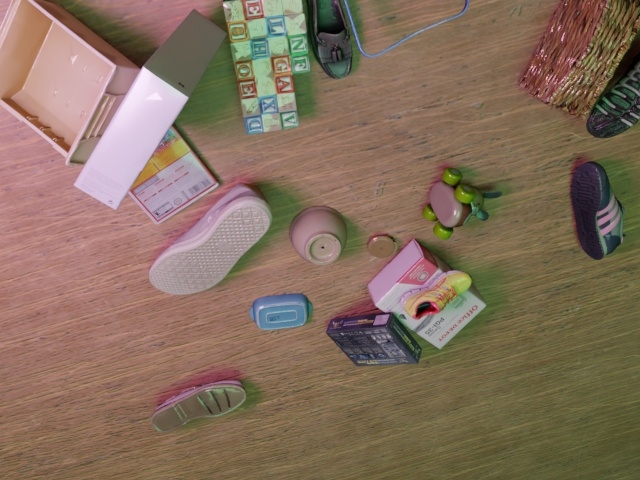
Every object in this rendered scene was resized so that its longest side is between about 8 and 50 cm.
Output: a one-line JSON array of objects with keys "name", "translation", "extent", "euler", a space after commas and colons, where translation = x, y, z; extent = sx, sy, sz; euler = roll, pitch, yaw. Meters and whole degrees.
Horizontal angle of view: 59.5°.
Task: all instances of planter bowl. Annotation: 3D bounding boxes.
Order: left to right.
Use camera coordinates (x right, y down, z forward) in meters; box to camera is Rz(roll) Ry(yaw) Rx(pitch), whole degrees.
[{"name": "planter bowl", "translation": [0.000, 0.000, 1.528], "extent": [0.162, 0.109, 0.162], "euler": [-3, 118, -6]}]

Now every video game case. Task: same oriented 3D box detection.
[{"name": "video game case", "translation": [-0.420, -0.197, 1.404], "extent": [0.204, 0.025, 0.285], "euler": [-31, 119, 9]}]

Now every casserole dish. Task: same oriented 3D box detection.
[{"name": "casserole dish", "translation": [-0.117, 0.218, 1.670], "extent": [0.188, 0.037, 0.114], "euler": [-5, 118, -5]}]

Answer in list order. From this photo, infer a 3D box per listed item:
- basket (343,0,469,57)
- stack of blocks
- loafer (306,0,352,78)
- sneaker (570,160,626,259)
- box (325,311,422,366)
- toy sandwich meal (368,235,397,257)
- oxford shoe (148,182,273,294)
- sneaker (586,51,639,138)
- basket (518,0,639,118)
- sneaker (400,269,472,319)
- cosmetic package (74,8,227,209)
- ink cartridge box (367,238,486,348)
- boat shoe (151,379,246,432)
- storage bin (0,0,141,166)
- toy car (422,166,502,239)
[{"name": "basket", "translation": [0.150, -0.569, 1.187], "extent": [0.255, 0.201, 0.289], "euler": [-26, 109, 5]}, {"name": "stack of blocks", "translation": [-0.114, -0.411, 1.298], "extent": [0.171, 0.087, 0.297], "euler": [-9, 119, -4]}, {"name": "loafer", "translation": [0.017, -0.492, 1.275], "extent": [0.096, 0.084, 0.267], "euler": [-16, 119, 0]}, {"name": "sneaker", "translation": [0.811, -0.103, 1.613], "extent": [0.131, 0.112, 0.319], "euler": [-28, 123, -12]}, {"name": "box", "translation": [0.159, 0.301, 1.678], "extent": [0.233, 0.059, 0.183], "euler": [-14, 127, 41]}, {"name": "toy sandwich meal", "translation": [0.178, 0.014, 1.610], "extent": [0.086, 0.029, 0.085], "euler": [1, 125, 1]}, {"name": "oxford shoe", "translation": [-0.288, 0.005, 1.485], "extent": [0.169, 0.130, 0.449], "euler": [35, 123, -30]}, {"name": "sneaker", "translation": [0.791, -0.384, 1.419], "extent": [0.106, 0.162, 0.281], "euler": [40, 116, 4]}, {"name": "basket", "translation": [0.667, -0.442, 1.329], "extent": [0.223, 0.213, 0.299], "euler": [16, 115, -16]}, {"name": "sneaker", "translation": [0.327, 0.159, 1.537], "extent": [0.208, 0.094, 0.081], "euler": [-30, 116, 6]}, {"name": "cosmetic package", "translation": [-0.325, -0.275, 1.118], "extent": [0.097, 0.377, 0.284], "euler": [35, 120, -20]}, {"name": "ink cartridge box", "translation": [0.316, 0.162, 1.658], "extent": [0.283, 0.117, 0.207], "euler": [35, 108, -23]}, {"name": "boat shoe", "translation": [-0.375, 0.494, 1.742], "extent": [0.302, 0.103, 0.113], "euler": [-18, 107, 2]}, {"name": "storage bin", "translation": [-0.556, -0.333, 1.194], "extent": [0.262, 0.123, 0.260], "euler": [38, 109, 4]}, {"name": "toy car", "translation": [0.403, -0.095, 1.529], "extent": [0.188, 0.149, 0.155], "euler": [4, 131, -24]}]
